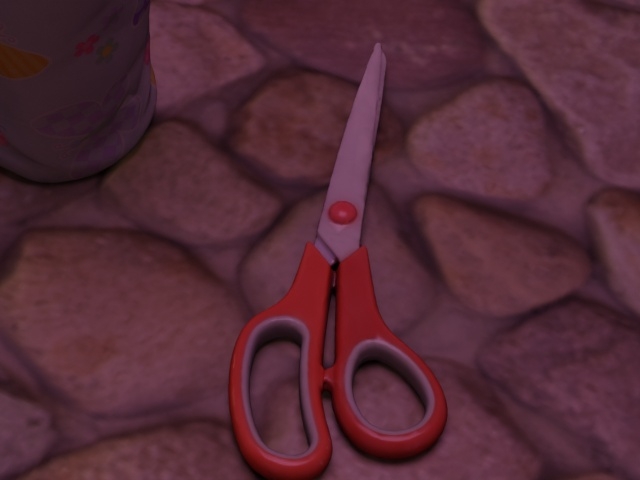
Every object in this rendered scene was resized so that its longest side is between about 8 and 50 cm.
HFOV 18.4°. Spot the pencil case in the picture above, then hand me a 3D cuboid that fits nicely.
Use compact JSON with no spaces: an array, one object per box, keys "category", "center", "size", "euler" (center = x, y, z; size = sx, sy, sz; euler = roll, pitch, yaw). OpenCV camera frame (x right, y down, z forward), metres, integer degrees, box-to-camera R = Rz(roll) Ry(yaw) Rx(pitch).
[{"category":"pencil case","center":[-0.137,-0.145,1.006],"size":[0.113,0.273,0.124],"euler":[32,62,14]}]

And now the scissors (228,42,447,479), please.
[{"category":"scissors","center":[0.000,0.000,1.049],"size":[0.109,0.021,0.297],"euler":[-3,52,-4]}]
